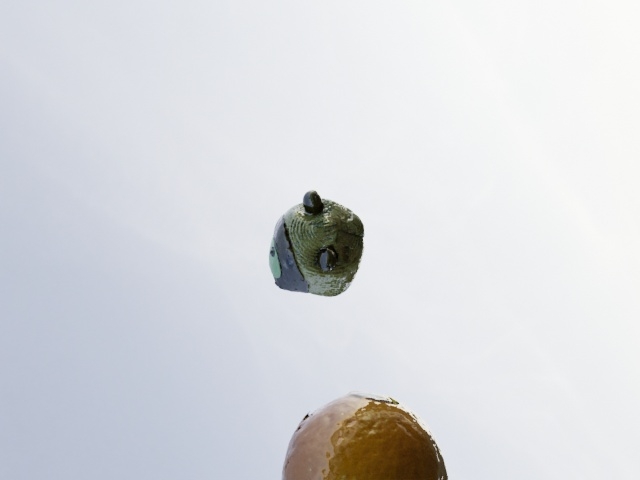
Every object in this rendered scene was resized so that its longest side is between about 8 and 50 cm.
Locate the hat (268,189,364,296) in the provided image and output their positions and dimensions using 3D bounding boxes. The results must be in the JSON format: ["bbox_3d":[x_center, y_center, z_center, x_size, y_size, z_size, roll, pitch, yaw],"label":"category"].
[{"bbox_3d":[-0.001,0.000,0.680,0.076,0.059,0.077,12,-123,-5],"label":"hat"}]

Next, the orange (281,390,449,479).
[{"bbox_3d":[0.053,0.285,0.973,0.219,0.193,0.219,16,-90,-73],"label":"orange"}]
